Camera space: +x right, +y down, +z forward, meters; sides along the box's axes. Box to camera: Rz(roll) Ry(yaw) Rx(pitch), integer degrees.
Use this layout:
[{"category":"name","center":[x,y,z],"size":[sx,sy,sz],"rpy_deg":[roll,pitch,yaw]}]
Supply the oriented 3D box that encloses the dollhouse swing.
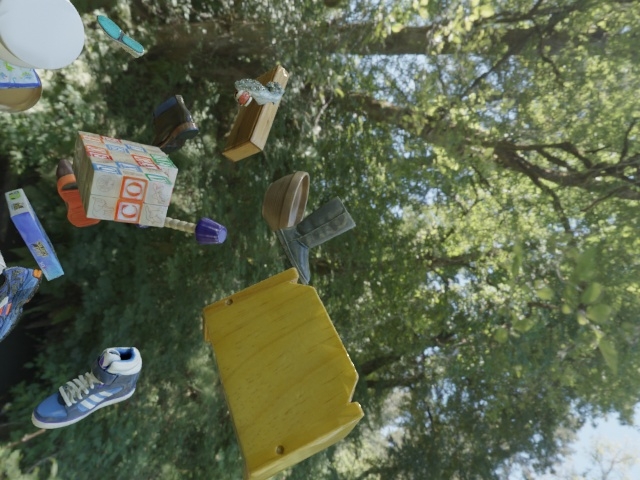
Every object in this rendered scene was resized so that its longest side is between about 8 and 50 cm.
[{"category":"dollhouse swing","center":[-0.095,0.323,0.924],"size":[0.305,0.314,0.347],"rpy_deg":[77,-14,-55]}]

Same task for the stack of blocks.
[{"category":"stack of blocks","center":[-0.387,-0.129,0.826],"size":[0.297,0.171,0.087],"rpy_deg":[39,-65,48]}]

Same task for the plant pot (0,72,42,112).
[{"category":"plant pot","center":[-1.232,-0.616,1.601],"size":[0.032,0.236,0.236],"rpy_deg":[48,-29,32]}]

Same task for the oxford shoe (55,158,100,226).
[{"category":"oxford shoe","center":[-0.723,-0.134,1.228],"size":[0.098,0.096,0.271],"rpy_deg":[61,-30,19]}]

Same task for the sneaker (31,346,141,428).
[{"category":"sneaker","center":[-0.753,0.452,1.339],"size":[0.130,0.322,0.237],"rpy_deg":[39,-59,34]}]

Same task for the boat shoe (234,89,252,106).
[{"category":"boat shoe","center":[-0.241,-0.439,1.247],"size":[0.049,0.043,0.137],"rpy_deg":[-52,-153,9]}]

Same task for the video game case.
[{"category":"video game case","center":[-1.038,-0.024,1.485],"size":[0.244,0.061,0.270],"rpy_deg":[34,-40,44]}]

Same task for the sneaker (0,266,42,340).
[{"category":"sneaker","center":[-0.762,0.161,0.979],"size":[0.083,0.087,0.221],"rpy_deg":[-13,-129,61]}]

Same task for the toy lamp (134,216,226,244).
[{"category":"toy lamp","center":[-0.396,-0.042,1.157],"size":[0.080,0.274,0.080],"rpy_deg":[11,90,-75]}]

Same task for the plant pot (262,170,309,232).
[{"category":"plant pot","center":[-0.119,-0.115,1.321],"size":[0.237,0.109,0.238],"rpy_deg":[14,90,-83]}]

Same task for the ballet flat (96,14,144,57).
[{"category":"ballet flat","center":[-0.684,-0.683,1.386],"size":[0.052,0.168,0.057],"rpy_deg":[-12,-127,42]}]

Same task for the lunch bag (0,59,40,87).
[{"category":"lunch bag","center":[-0.955,-0.514,1.256],"size":[0.151,0.128,0.096],"rpy_deg":[45,-45,27]}]

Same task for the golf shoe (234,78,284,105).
[{"category":"golf shoe","center":[-0.212,-0.498,1.398],"size":[0.086,0.176,0.069],"rpy_deg":[-59,-135,43]}]

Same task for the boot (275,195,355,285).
[{"category":"boot","center":[0.001,0.000,1.122],"size":[0.076,0.208,0.190],"rpy_deg":[112,-46,-78]}]

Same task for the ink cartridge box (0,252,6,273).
[{"category":"ink cartridge box","center":[-0.914,0.166,1.009],"size":[0.261,0.296,0.066],"rpy_deg":[25,-15,44]}]

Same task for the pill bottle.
[{"category":"pill bottle","center":[-0.762,-0.565,1.009],"size":[0.407,0.229,0.229],"rpy_deg":[33,-39,30]}]

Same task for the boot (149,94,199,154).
[{"category":"boot","center":[-0.426,-0.310,1.136],"size":[0.219,0.082,0.106],"rpy_deg":[-19,-89,34]}]

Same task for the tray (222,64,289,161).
[{"category":"tray","center":[-0.277,-0.547,1.755],"size":[0.202,0.076,0.411],"rpy_deg":[-9,-121,44]}]
